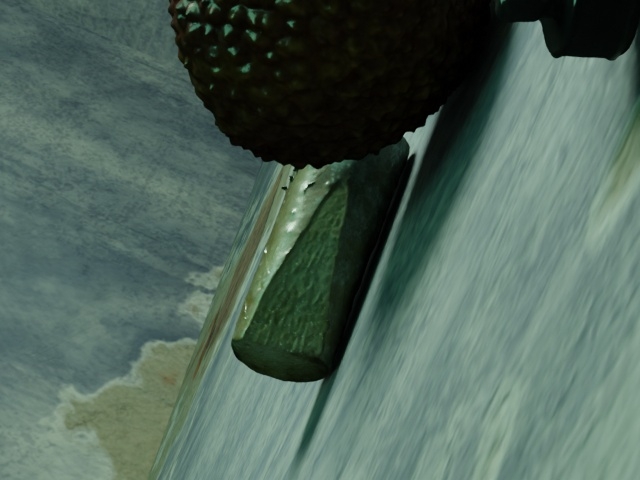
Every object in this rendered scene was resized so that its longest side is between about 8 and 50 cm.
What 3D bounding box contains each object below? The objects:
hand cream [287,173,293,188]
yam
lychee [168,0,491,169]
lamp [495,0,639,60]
[{"bbox_3d":[0.052,-0.113,1.249,0.248,0.052,0.075,-59,33,18],"label":"hand cream"},{"bbox_3d":[0.000,0.000,1.098,0.068,0.068,0.169,124,167,-66],"label":"yam"},{"bbox_3d":[0.007,-0.136,1.013,0.194,0.194,0.194,-157,90,-85],"label":"lychee"},{"bbox_3d":[0.090,-0.160,0.603,0.227,0.147,0.172,106,159,-52],"label":"lamp"}]
